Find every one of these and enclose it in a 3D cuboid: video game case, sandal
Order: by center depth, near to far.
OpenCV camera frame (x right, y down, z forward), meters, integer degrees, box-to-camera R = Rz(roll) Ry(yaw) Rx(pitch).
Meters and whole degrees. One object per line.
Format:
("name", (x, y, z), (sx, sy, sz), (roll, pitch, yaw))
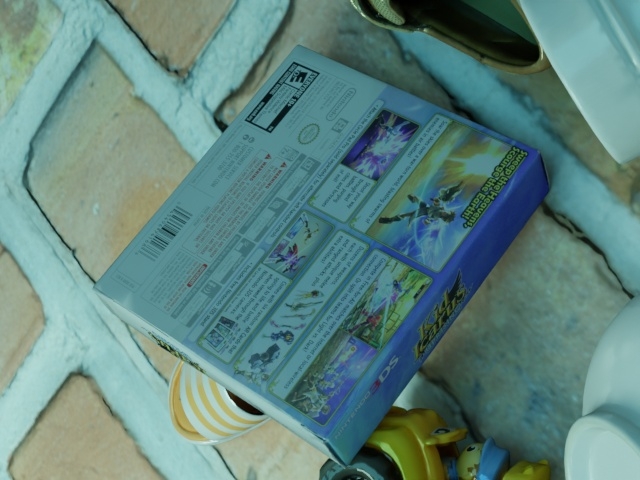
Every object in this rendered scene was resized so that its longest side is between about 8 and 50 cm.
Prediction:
("video game case", (0.000, 0.000, 0.955), (0.244, 0.061, 0.269), (29, 72, 33))
("sandal", (-0.054, 0.101, 1.067), (0.265, 0.076, 0.102), (-28, 74, 32))

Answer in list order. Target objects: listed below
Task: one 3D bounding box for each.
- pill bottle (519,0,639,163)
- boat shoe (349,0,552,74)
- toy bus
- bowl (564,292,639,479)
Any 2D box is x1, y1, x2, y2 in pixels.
("pill bottle", (0.283, -0.178, 0.723), (0.318, 0.176, 0.176), (-30, 73, 18))
("boat shoe", (0.074, -0.218, 0.922), (0.324, 0.120, 0.122), (30, 141, 31))
("toy bus", (0.118, 0.222, 0.917), (0.211, 0.149, 0.220), (-12, 81, 22))
("bowl", (0.237, 0.148, 0.729), (0.298, 0.134, 0.298), (163, 90, -75))
